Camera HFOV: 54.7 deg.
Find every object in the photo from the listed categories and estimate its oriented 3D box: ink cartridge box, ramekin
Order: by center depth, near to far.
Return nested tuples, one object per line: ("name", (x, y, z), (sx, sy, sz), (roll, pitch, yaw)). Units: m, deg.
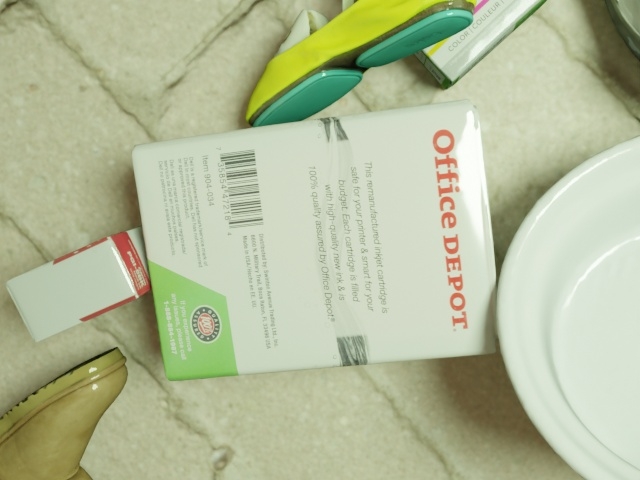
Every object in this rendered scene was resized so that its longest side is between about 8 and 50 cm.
("ramekin", (0.279, 0.067, 0.449), (0.277, 0.135, 0.277), (-10, 64, 22))
("ink cartridge box", (0.082, -0.244, 0.528), (0.109, 0.062, 0.209), (-42, 89, 9))
("ink cartridge box", (0.000, 0.000, 0.534), (0.273, 0.115, 0.198), (-6, 95, 7))
("ink cartridge box", (-0.188, 0.029, 0.547), (0.099, 0.135, 0.056), (-23, 96, 8))

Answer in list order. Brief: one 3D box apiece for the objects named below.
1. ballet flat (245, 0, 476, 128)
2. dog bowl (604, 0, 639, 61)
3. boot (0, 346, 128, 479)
("ballet flat", (0.019, -0.165, 0.508), (0.231, 0.077, 0.077), (-21, 84, 39))
("dog bowl", (0.385, -0.253, 0.475), (0.348, 0.102, 0.349), (1, 96, 7))
("boot", (-0.209, 0.265, 0.601), (0.236, 0.089, 0.269), (-35, 91, 19))
